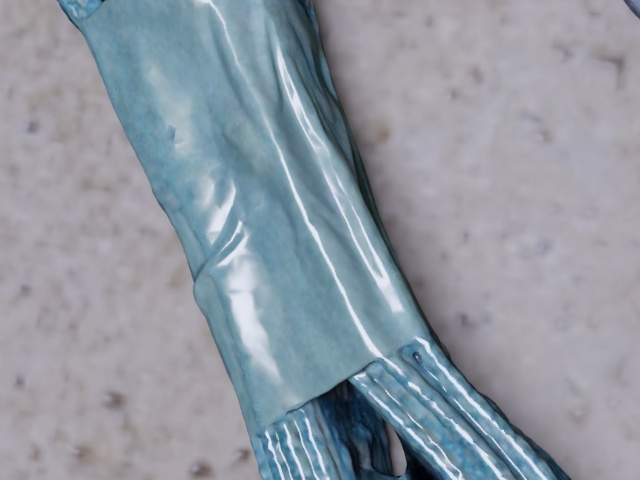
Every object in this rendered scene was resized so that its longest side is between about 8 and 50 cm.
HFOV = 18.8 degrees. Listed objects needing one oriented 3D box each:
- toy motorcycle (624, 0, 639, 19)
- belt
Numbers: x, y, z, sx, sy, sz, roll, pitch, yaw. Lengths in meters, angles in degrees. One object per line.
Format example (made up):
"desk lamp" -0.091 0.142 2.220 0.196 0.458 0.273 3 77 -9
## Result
"toy motorcycle" 0.174 -0.090 0.479 0.205 0.076 0.114 -28 111 13
"belt" 0.000 0.000 0.585 0.087 0.072 0.302 -27 80 17
